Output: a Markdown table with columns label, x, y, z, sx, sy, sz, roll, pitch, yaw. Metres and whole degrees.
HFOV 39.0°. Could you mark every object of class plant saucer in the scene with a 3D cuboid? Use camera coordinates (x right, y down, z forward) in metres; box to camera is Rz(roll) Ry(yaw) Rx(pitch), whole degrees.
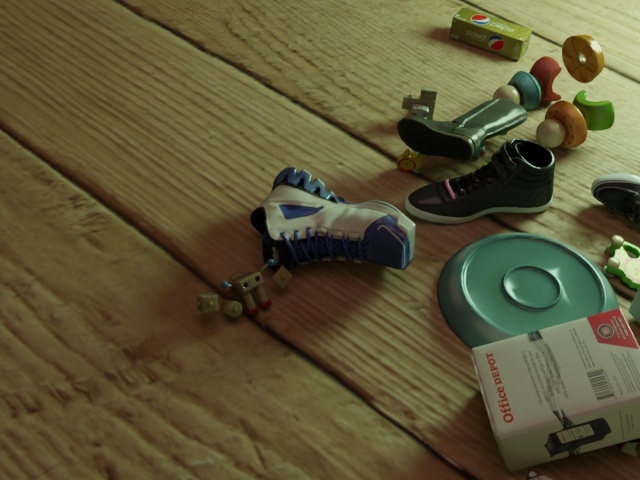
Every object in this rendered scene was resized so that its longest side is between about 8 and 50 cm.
| label | x | y | z | sx | sy | sz | roll | pitch | yaw |
| --- | --- | --- | --- | --- | --- | --- | --- | --- | --- |
| plant saucer | 0.363 | 0.091 | 1.563 | 0.317 | 0.044 | 0.317 | 2 | 44 | -2 |

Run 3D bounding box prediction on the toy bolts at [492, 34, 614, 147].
| label | x | y | z | sx | sy | sz | roll | pitch | yaw |
| --- | --- | --- | --- | --- | --- | --- | --- | --- | --- |
| toy bolts | 0.468 | -0.314 | 1.879 | 0.158 | 0.218 | 0.228 | -27 | 34 | -19 |

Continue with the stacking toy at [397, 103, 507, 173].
| label | x | y | z | sx | sy | sz | roll | pitch | yaw |
| --- | --- | --- | --- | --- | --- | --- | --- | --- | --- |
| stacking toy | 0.274 | -0.194 | 1.840 | 0.221 | 0.052 | 0.167 | 10 | 47 | 3 |

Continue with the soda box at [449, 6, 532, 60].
| label | x | y | z | sx | sy | sz | roll | pitch | yaw |
| --- | --- | --- | --- | --- | --- | --- | --- | --- | --- |
| soda box | 0.401 | -0.488 | 2.130 | 0.181 | 0.058 | 0.061 | 25 | 48 | 19 |

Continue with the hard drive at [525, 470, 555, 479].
| label | x | y | z | sx | sy | sz | roll | pitch | yaw |
| --- | --- | --- | --- | --- | --- | --- | --- | --- | --- |
| hard drive | 0.391 | 0.471 | 1.171 | 0.339 | 0.064 | 0.237 | 23 | 48 | 17 |

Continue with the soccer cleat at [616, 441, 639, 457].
| label | x | y | z | sx | sy | sz | roll | pitch | yaw |
| --- | --- | --- | --- | --- | --- | --- | --- | --- | --- |
| soccer cleat | 0.484 | 0.296 | 1.377 | 0.035 | 0.029 | 0.083 | 36 | 56 | 18 |

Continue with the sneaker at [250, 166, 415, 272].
| label | x | y | z | sx | sy | sz | roll | pitch | yaw |
| --- | --- | --- | --- | --- | --- | --- | --- | --- | --- |
| sneaker | -0.001 | -0.001 | 1.587 | 0.315 | 0.127 | 0.182 | 24 | 52 | 29 |

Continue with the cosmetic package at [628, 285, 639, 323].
| label | x | y | z | sx | sy | sz | roll | pitch | yaw |
| --- | --- | --- | --- | --- | --- | --- | --- | --- | --- |
| cosmetic package | 0.760 | 0.131 | 1.509 | 0.377 | 0.097 | 0.284 | -18 | 48 | -20 |

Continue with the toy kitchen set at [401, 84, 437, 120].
| label | x | y | z | sx | sy | sz | roll | pitch | yaw |
| --- | --- | --- | --- | --- | --- | --- | --- | --- | --- |
| toy kitchen set | 0.210 | -0.305 | 1.918 | 0.068 | 0.083 | 0.075 | 7 | 45 | 3 |

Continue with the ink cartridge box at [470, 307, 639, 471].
| label | x | y | z | sx | sy | sz | roll | pitch | yaw |
| --- | --- | --- | --- | --- | --- | --- | --- | --- | --- |
| ink cartridge box | 0.361 | 0.220 | 1.337 | 0.237 | 0.100 | 0.172 | -17 | 40 | 7 |

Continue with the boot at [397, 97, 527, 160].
| label | x | y | z | sx | sy | sz | roll | pitch | yaw |
| --- | --- | --- | --- | --- | --- | --- | --- | --- | --- |
| boot | 0.282 | -0.235 | 1.793 | 0.189 | 0.076 | 0.208 | 25 | 47 | 28 |

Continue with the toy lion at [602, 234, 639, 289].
| label | x | y | z | sx | sy | sz | roll | pitch | yaw |
| --- | --- | --- | --- | --- | --- | --- | --- | --- | --- |
| toy lion | 0.563 | 0.045 | 1.631 | 0.096 | 0.034 | 0.100 | 20 | 47 | 7 |

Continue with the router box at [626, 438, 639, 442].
| label | x | y | z | sx | sy | sz | roll | pitch | yaw |
| --- | --- | --- | --- | --- | --- | --- | --- | --- | --- |
| router box | 0.472 | 0.242 | 1.378 | 0.179 | 0.046 | 0.133 | -5 | 42 | 20 |

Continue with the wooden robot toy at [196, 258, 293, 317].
| label | x | y | z | sx | sy | sz | roll | pitch | yaw |
| --- | --- | --- | --- | --- | --- | --- | --- | --- | --- |
| wooden robot toy | -0.136 | 0.086 | 1.537 | 0.173 | 0.076 | 0.079 | -26 | 17 | -26 |

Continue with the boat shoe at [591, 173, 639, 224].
| label | x | y | z | sx | sy | sz | roll | pitch | yaw |
| --- | --- | --- | --- | --- | --- | --- | --- | --- | --- |
| boat shoe | 0.622 | -0.056 | 1.707 | 0.228 | 0.080 | 0.076 | 22 | 46 | 7 |

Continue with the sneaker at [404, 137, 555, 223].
| label | x | y | z | sx | sy | sz | roll | pitch | yaw |
| --- | --- | --- | --- | --- | --- | --- | --- | --- | --- |
| sneaker | 0.305 | -0.119 | 1.695 | 0.296 | 0.147 | 0.104 | -6 | 48 | -7 |
